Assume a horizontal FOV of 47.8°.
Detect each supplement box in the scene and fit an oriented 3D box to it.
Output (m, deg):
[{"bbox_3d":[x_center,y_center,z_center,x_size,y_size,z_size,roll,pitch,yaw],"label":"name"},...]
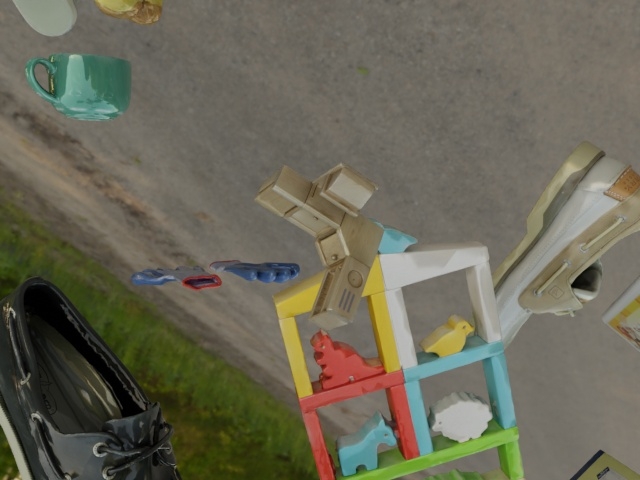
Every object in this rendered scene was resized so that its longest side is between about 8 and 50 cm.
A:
[{"bbox_3d":[0.281,0.263,0.697,0.056,0.083,0.083,49,175,-13],"label":"supplement box"}]

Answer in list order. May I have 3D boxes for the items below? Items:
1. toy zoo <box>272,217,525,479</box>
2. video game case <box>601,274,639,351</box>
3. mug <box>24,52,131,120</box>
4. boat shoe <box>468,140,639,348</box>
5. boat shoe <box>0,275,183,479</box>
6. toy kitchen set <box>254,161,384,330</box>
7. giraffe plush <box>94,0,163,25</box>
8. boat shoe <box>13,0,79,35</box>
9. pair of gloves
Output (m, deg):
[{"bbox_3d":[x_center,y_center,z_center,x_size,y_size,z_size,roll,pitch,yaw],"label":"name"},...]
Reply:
[{"bbox_3d":[0.072,0.120,0.650,0.192,0.293,0.030,-15,-165,-7],"label":"toy zoo"},{"bbox_3d":[0.258,0.090,0.396,0.206,0.026,0.227,43,180,20],"label":"video game case"},{"bbox_3d":[-0.391,-0.248,1.182,0.158,0.097,0.129,1,-174,-11],"label":"mug"},{"bbox_3d":[0.265,0.038,0.821,0.103,0.113,0.302,37,135,20],"label":"boat shoe"},{"bbox_3d":[-0.197,0.172,0.658,0.340,0.113,0.127,52,-153,20],"label":"boat shoe"},{"bbox_3d":[0.000,0.000,0.457,0.083,0.075,0.068,32,150,-19],"label":"toy kitchen set"},{"bbox_3d":[-0.197,-0.385,0.874,0.170,0.210,0.181,-7,-178,19],"label":"giraffe plush"},{"bbox_3d":[-0.354,-0.353,0.840,0.079,0.081,0.227,-16,126,7],"label":"boat shoe"},{"bbox_3d":[-0.124,0.043,0.892,0.198,0.023,0.159,-3,-176,-34],"label":"pair of gloves"}]
